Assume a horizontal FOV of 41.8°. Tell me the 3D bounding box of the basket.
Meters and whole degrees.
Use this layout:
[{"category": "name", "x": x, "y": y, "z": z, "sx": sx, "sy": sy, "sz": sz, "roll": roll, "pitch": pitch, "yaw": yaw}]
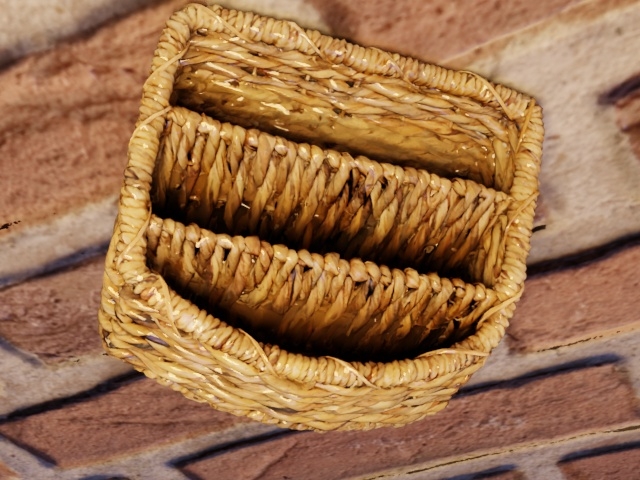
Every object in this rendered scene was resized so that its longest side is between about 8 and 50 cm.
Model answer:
[{"category": "basket", "x": 0.000, "y": 0.000, "z": 0.615, "sx": 0.299, "sy": 0.213, "sz": 0.223, "roll": 14, "pitch": 138, "yaw": -14}]
